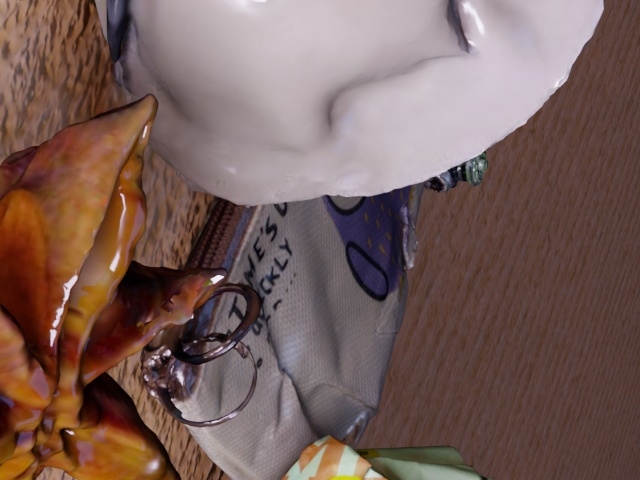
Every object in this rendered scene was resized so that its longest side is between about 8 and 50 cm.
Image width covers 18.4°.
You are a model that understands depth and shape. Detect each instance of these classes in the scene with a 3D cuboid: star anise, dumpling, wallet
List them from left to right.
[{"bbox_3d":[-0.120,0.059,0.699,0.212,0.111,0.196,-60,151,-30],"label":"star anise"},{"bbox_3d":[-0.003,-0.001,1.125,0.275,0.068,0.335,67,35,-58],"label":"wallet"},{"bbox_3d":[0.005,-0.148,0.825,0.163,0.204,0.293,-6,115,-61],"label":"dumpling"}]

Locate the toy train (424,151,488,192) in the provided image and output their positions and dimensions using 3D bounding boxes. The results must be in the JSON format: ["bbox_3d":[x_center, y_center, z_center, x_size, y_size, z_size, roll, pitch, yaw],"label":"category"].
[{"bbox_3d":[0.106,-0.127,1.431,0.081,0.060,0.202,70,32,-50],"label":"toy train"}]

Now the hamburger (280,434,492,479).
[{"bbox_3d":[0.022,0.212,1.118,0.214,0.125,0.235,-39,146,-1],"label":"hamburger"}]
